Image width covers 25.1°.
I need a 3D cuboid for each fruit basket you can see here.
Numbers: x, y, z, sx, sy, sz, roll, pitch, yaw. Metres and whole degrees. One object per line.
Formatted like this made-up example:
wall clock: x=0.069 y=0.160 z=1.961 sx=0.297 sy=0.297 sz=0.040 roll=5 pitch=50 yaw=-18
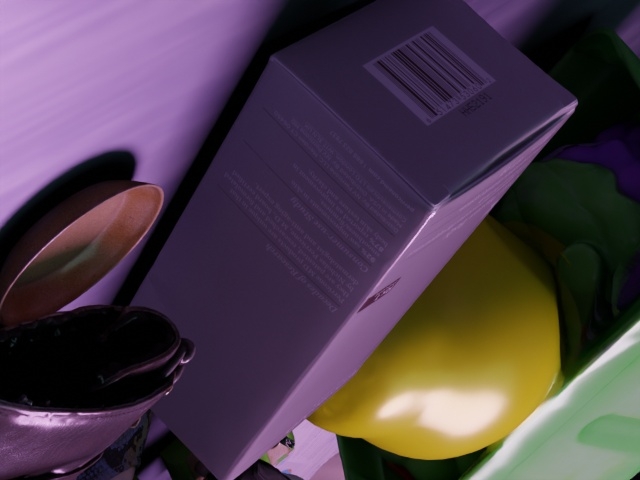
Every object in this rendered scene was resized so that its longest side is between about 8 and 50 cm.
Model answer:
fruit basket: x=0.103 y=0.044 z=0.998 sx=0.392 sy=0.283 sz=0.392 roll=-6 pitch=133 yaw=-7

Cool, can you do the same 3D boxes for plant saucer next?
plant saucer: x=-0.099 y=0.002 z=0.575 sx=0.083 sy=0.015 sz=0.083 roll=-40 pitch=168 yaw=-10

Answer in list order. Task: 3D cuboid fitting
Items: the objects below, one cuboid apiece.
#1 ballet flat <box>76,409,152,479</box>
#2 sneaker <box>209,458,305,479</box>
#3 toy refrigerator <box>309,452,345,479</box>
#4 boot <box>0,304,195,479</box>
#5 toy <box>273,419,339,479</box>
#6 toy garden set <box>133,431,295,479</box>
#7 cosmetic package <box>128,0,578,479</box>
ballet flat: x=-0.161 y=0.172 z=0.866 sx=0.188 sy=0.070 sz=0.070 roll=-38 pitch=168 yaw=-22
sneaker: x=-0.107 y=0.252 z=1.082 sx=0.234 sy=0.078 sz=0.106 roll=-50 pitch=135 yaw=-11
toy refrigerator: x=0.003 y=0.250 z=1.641 sx=0.269 sy=0.094 sz=0.102 roll=-40 pitch=161 yaw=-18
boot: x=-0.138 y=0.116 z=0.657 sx=0.229 sy=0.091 sz=0.263 roll=-44 pitch=167 yaw=17
toy: x=-0.040 y=0.190 z=1.359 sx=0.137 sy=0.056 sz=0.237 roll=-43 pitch=163 yaw=6
toy garden set: x=-0.106 y=0.243 z=1.181 sx=0.244 sy=0.049 sz=0.203 roll=-39 pitch=148 yaw=-18
cosmetic package: x=0.000 y=0.000 z=0.689 sx=0.127 sy=0.107 sz=0.238 roll=-36 pitch=164 yaw=-42
